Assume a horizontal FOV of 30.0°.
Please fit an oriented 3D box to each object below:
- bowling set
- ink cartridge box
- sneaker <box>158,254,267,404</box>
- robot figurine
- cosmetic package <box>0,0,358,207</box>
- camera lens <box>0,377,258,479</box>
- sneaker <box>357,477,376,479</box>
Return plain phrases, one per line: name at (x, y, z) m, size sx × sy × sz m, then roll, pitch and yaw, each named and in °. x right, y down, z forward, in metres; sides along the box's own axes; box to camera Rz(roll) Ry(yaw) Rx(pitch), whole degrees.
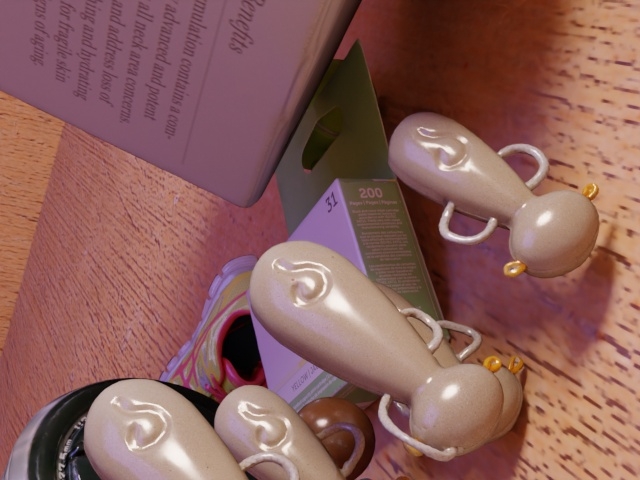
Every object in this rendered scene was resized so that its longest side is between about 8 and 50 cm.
bowling set at (0.039, 0.091, 0.642) m, size 0.287 × 0.200 × 0.154 m, roll -44°, pitch 56°, yaw -14°
ink cartridge box at (0.000, 0.000, 0.842) m, size 0.171 × 0.056 × 0.235 m, roll -49°, pitch 50°, yaw 51°
sneaker at (-0.083, 0.119, 1.017) m, size 0.208 × 0.081 × 0.094 m, roll -71°, pitch 23°, yaw 12°
robot figurine at (0.003, -0.100, 0.954) m, size 0.115 × 0.067 × 0.101 m, roll -42°, pitch 63°, yaw 54°
cosmetic package at (-0.127, -0.294, 0.779) m, size 0.327 × 0.393 × 0.329 m, roll -65°, pitch 2°, yaw -30°
camera lens at (-0.158, 0.258, 0.921) m, size 0.219 × 0.219 × 0.274 m, roll -100°, pitch 31°, yaw -47°
sneaker at (0.039, 0.179, 0.729) m, size 0.119 × 0.047 × 0.057 m, roll 165°, pitch 98°, yaw -69°
